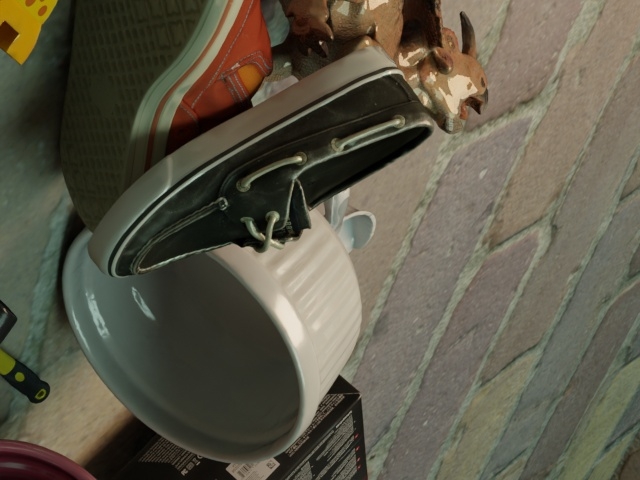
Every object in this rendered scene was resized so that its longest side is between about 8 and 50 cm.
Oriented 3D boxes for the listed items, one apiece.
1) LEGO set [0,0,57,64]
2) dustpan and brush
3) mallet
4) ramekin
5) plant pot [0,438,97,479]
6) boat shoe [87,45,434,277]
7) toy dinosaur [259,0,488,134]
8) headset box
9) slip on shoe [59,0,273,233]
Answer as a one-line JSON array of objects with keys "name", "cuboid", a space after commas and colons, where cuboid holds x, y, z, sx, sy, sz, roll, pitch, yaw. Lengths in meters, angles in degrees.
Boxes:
[{"name": "LEGO set", "cuboid": [-0.165, -0.161, 0.876, 0.093, 0.087, 0.227, -50, 160, -3]}, {"name": "dustpan and brush", "cuboid": [0.000, 0.000, 1.496, 0.147, 0.060, 0.211, -40, 151, -26]}, {"name": "mallet", "cuboid": [-0.227, 0.092, 1.231, 0.062, 0.039, 0.189, -47, 162, -16]}, {"name": "ramekin", "cuboid": [-0.069, 0.044, 1.248, 0.109, 0.207, 0.207, -45, 160, -42]}, {"name": "plant pot", "cuboid": [-0.230, 0.255, 1.292, 0.201, 0.201, 0.180, -46, 174, -15]}, {"name": "boat shoe", "cuboid": [-0.035, -0.033, 1.061, 0.219, 0.070, 0.078, -33, 160, -4]}, {"name": "toy dinosaur", "cuboid": [0.018, -0.178, 1.183, 0.200, 0.127, 0.295, -47, 147, -30]}, {"name": "headset box", "cuboid": [-0.068, 0.226, 1.585, 0.218, 0.110, 0.293, -45, 161, -15]}, {"name": "slip on shoe", "cuboid": [-0.077, -0.126, 1.049, 0.101, 0.123, 0.331, -19, 150, -30]}]
